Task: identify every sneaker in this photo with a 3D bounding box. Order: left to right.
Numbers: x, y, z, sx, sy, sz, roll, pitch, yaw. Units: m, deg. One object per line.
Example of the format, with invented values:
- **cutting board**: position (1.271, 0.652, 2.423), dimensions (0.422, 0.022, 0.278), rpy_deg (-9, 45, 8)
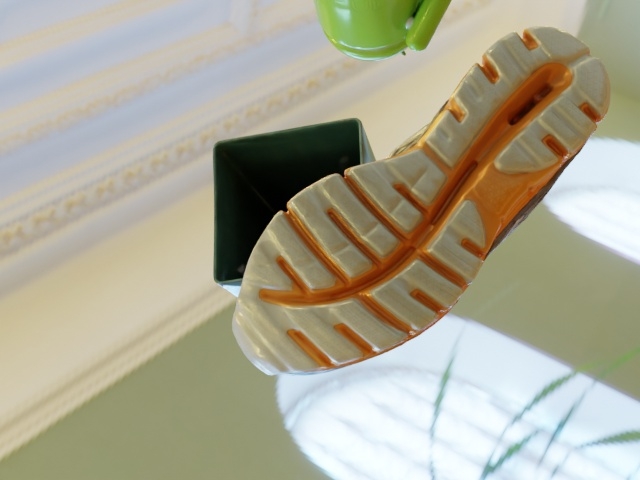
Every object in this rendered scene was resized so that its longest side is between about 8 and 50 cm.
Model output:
- **sneaker**: position (0.050, -0.009, 0.619), dimensions (0.215, 0.084, 0.083), rpy_deg (-38, -10, -13)

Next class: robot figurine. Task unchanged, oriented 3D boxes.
- **robot figurine**: position (0.028, -0.153, 0.780), dimensions (0.067, 0.101, 0.115), rpy_deg (-48, -24, -15)

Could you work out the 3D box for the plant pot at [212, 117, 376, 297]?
- **plant pot**: position (0.000, 0.000, 1.453), dimensions (0.234, 0.166, 0.165), rpy_deg (51, -147, -62)
